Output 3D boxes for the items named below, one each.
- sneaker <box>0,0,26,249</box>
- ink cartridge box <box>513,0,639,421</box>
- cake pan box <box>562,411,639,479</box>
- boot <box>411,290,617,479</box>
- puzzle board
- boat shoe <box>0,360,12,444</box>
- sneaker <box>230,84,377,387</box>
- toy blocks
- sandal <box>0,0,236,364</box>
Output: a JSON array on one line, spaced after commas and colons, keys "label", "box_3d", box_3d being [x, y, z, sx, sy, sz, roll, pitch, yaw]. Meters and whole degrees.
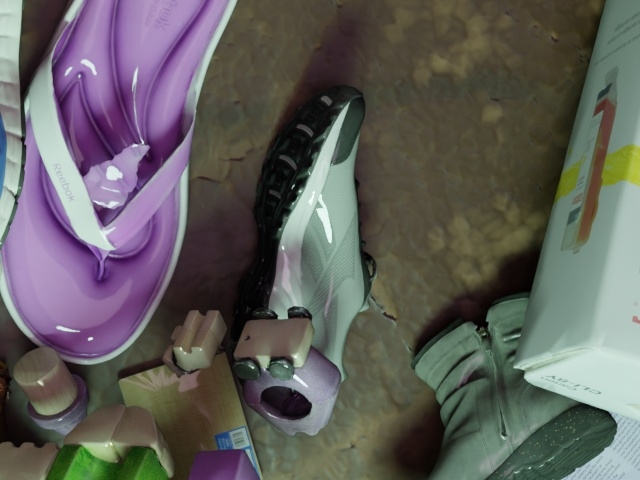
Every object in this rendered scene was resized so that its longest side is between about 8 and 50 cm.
[{"label": "sneaker", "box_3d": [-0.312, -0.107, 1.521, 0.147, 0.130, 0.330, 1, 75, -18]}, {"label": "ink cartridge box", "box_3d": [0.354, -0.035, 1.599, 0.279, 0.160, 0.384, 19, 75, -13]}, {"label": "cake pan box", "box_3d": [0.321, 0.181, 1.732, 0.246, 0.070, 0.267, 37, 91, -14]}, {"label": "boot", "box_3d": [0.122, 0.163, 1.672, 0.246, 0.083, 0.161, -34, 60, 2]}, {"label": "puzzle board", "box_3d": [-0.113, 0.165, 1.685, 0.096, 0.011, 0.128, -18, 101, -8]}, {"label": "boat shoe", "box_3d": [-0.288, 0.126, 1.622, 0.060, 0.064, 0.178, -24, 99, -3]}, {"label": "sneaker", "box_3d": [0.000, 0.000, 1.644, 0.108, 0.100, 0.271, 8, 103, -20]}, {"label": "toy blocks", "box_3d": [-0.127, 0.255, 1.572, 0.288, 0.309, 0.260, -3, 134, 25]}, {"label": "sandal", "box_3d": [-0.172, -0.097, 1.589, 0.169, 0.102, 0.416, 13, 96, -10]}]
